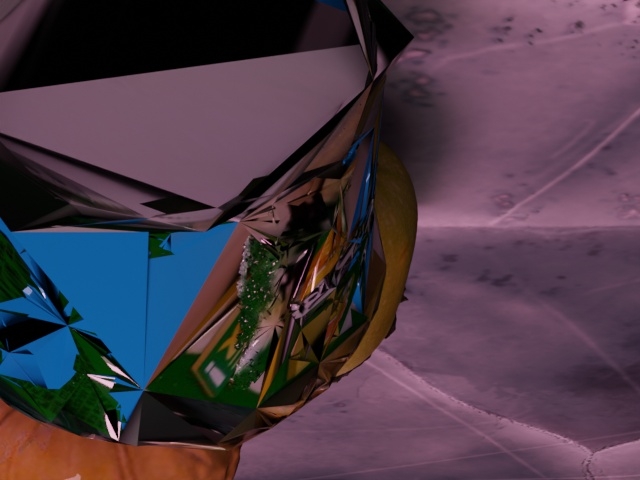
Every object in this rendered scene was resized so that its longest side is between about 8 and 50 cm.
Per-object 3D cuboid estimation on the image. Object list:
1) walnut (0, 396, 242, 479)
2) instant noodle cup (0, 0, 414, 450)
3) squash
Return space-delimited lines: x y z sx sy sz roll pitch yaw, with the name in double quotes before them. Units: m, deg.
"walnut" -0.147 0.121 1.311 0.195 0.195 0.222 2 164 -3
"instant noodle cup" -0.072 -0.042 0.890 0.240 0.240 0.178 3 150 -5
"squash" 0.000 0.000 1.096 0.123 0.123 0.187 4 158 -5
